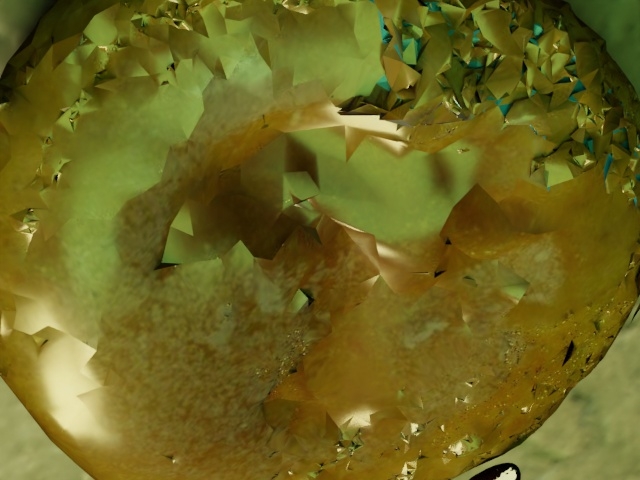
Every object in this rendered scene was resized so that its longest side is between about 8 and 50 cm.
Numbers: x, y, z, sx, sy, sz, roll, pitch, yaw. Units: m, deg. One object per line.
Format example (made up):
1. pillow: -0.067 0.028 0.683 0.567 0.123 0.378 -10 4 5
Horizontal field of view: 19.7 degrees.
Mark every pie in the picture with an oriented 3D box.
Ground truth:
1. pie: 0.001 0.001 0.666 0.273 0.069 0.273 -9 125 -13

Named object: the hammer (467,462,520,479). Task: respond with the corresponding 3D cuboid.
1. hammer: 0.029 0.138 0.771 0.065 0.021 0.178 24 129 -28
